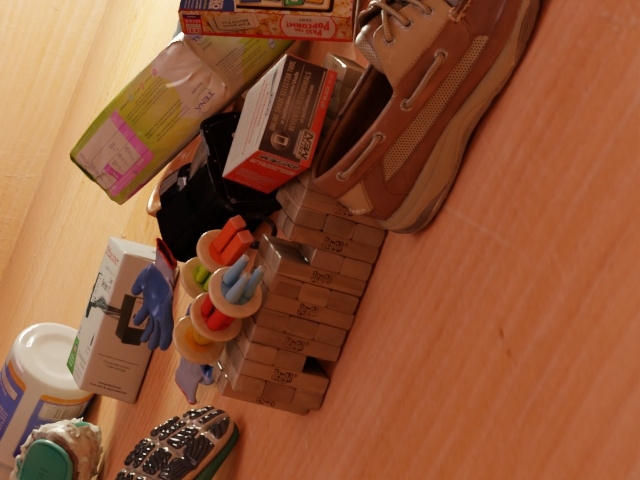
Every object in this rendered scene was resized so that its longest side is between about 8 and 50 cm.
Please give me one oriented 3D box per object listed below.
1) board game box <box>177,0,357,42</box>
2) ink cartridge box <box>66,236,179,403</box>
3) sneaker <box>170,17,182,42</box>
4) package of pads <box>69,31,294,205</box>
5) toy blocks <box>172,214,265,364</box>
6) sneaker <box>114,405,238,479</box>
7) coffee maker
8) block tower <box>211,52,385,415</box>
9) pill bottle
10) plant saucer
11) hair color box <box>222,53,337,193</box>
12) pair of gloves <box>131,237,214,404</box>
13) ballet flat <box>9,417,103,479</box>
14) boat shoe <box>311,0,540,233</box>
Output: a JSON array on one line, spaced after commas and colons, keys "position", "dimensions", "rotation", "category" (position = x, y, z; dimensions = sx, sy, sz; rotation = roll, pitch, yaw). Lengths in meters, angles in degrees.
[{"position": [-0.053, -0.296, 1.696], "dimensions": [0.045, 0.193, 0.147], "rotation": [83, -168, -59], "category": "board game box"}, {"position": [-0.286, 0.110, 2.174], "dimensions": [0.153, 0.086, 0.208], "rotation": [-152, 81, -71], "category": "ink cartridge box"}, {"position": [-0.130, -0.283, 2.029], "dimensions": [0.366, 0.135, 0.150], "rotation": [111, 165, -48], "category": "sneaker"}, {"position": [-0.161, -0.187, 1.850], "dimensions": [0.296, 0.101, 0.229], "rotation": [-39, 7, 45], "category": "package of pads"}, {"position": [-0.087, 0.032, 1.415], "dimensions": [0.148, 0.054, 0.123], "rotation": [129, 152, -50], "category": "toy blocks"}, {"position": [-0.175, 0.303, 1.642], "dimensions": [0.275, 0.110, 0.107], "rotation": [-56, 35, -3], "category": "sneaker"}, {"position": [-0.119, -0.039, 1.767], "dimensions": [0.178, 0.120, 0.171], "rotation": [134, 147, -56], "category": "coffee maker"}, {"position": [0.000, 0.000, 1.426], "dimensions": [0.091, 0.097, 0.336], "rotation": [-131, 59, -69], "category": "block tower"}, {"position": [-0.462, 0.274, 2.442], "dimensions": [0.152, 0.152, 0.272], "rotation": [-93, 27, -48], "category": "pill bottle"}, {"position": [-0.157, -0.107, 2.001], "dimensions": [0.200, 0.037, 0.200], "rotation": [-47, 16, 18], "category": "plant saucer"}, {"position": [-0.040, -0.104, 1.387], "dimensions": [0.167, 0.053, 0.093], "rotation": [156, 131, -76], "category": "hair color box"}, {"position": [-0.173, 0.103, 1.808], "dimensions": [0.198, 0.023, 0.159], "rotation": [54, 144, 31], "category": "pair of gloves"}, {"position": [-0.420, 0.435, 2.261], "dimensions": [0.409, 0.147, 0.147], "rotation": [-62, 21, 22], "category": "ballet flat"}, {"position": [0.089, -0.159, 1.263], "dimensions": [0.123, 0.116, 0.324], "rotation": [-116, 46, -65], "category": "boat shoe"}]
